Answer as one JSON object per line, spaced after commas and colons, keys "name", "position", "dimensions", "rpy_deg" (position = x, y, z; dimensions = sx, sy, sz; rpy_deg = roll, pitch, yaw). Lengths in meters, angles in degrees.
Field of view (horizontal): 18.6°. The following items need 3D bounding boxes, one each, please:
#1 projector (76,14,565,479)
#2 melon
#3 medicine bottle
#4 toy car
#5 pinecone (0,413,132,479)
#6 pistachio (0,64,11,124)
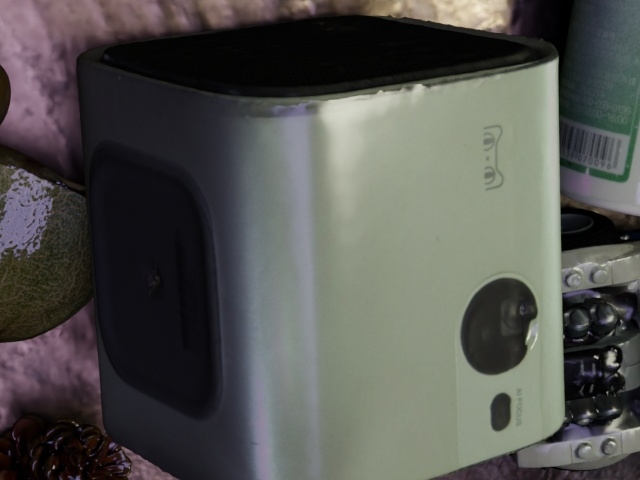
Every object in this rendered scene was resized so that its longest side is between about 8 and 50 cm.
{"name": "projector", "position": [0.000, 0.000, 1.221], "dimensions": [0.249, 0.248, 0.249], "rpy_deg": [-13, 108, -33]}
{"name": "melon", "position": [-0.200, 0.008, 1.275], "dimensions": [0.160, 0.079, 0.128], "rpy_deg": [20, 85, -20]}
{"name": "medicine bottle", "position": [0.236, -0.159, 1.319], "dimensions": [0.133, 0.133, 0.274], "rpy_deg": [4, 105, -15]}
{"name": "toy car", "position": [0.246, 0.071, 1.397], "dimensions": [0.301, 0.118, 0.193], "rpy_deg": [-9, 109, -11]}
{"name": "pinecone", "position": [-0.175, 0.161, 1.321], "dimensions": [0.109, 0.102, 0.102], "rpy_deg": [-29, 114, 32]}
{"name": "pistachio", "position": [-0.289, -0.084, 1.214], "dimensions": [0.189, 0.110, 0.100], "rpy_deg": [-19, 96, -6]}
